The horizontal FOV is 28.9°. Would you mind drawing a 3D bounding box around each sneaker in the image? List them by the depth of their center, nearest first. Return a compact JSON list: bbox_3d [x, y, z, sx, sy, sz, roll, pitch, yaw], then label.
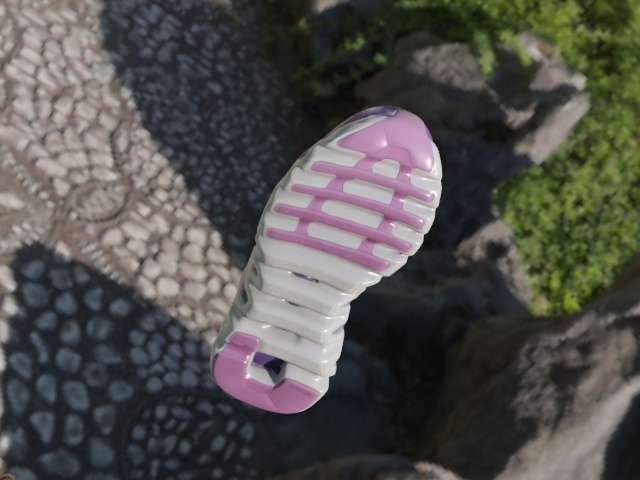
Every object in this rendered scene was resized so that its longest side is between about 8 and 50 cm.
[{"bbox_3d":[0.000,0.000,0.806,0.095,0.236,0.104,24,35,-9],"label":"sneaker"}]

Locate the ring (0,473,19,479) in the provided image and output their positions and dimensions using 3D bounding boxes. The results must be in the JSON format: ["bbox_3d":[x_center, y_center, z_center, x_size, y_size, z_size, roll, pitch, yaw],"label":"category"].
[{"bbox_3d":[-0.322,0.385,1.145,0.032,0.336,0.336,19,38,-21],"label":"ring"}]
